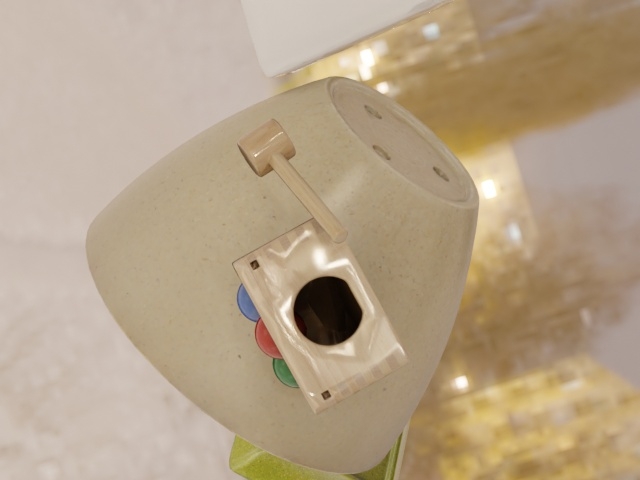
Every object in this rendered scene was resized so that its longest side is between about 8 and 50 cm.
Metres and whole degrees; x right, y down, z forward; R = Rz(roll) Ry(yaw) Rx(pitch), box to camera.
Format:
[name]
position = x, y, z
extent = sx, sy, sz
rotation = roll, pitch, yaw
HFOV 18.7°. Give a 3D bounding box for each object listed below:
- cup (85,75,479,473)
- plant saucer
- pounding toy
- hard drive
[cup]
position = 0.000, 0.000, 1.670
extent = 0.331, 0.237, 0.331
rotation = 34, 20, -15
[plant saucer]
position = 0.015, 0.185, 1.936
extent = 0.188, 0.045, 0.188
rotation = 31, 47, -19
[pounding toy]
position = -0.024, 0.021, 1.435
extent = 0.206, 0.094, 0.181
rotation = 61, -3, -1
[hard drive]
position = 0.011, -0.297, 1.773
extent = 0.353, 0.047, 0.233
rotation = -15, -88, 61
